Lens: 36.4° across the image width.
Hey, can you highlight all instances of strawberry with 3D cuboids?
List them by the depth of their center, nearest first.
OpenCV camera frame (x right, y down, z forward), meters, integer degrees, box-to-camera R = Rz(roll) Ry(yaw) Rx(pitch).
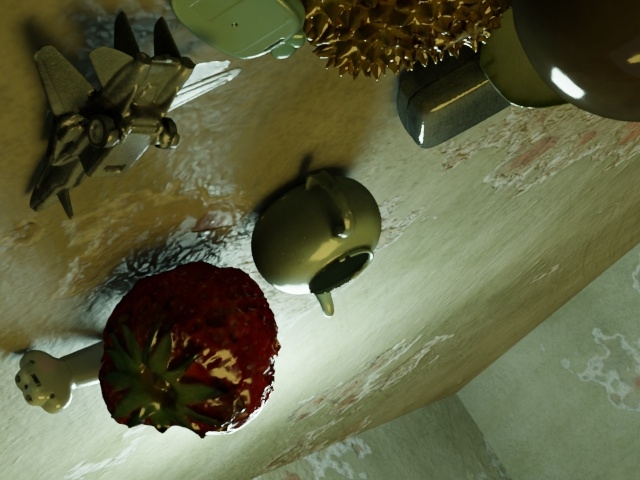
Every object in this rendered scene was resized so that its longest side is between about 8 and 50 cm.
[{"bbox_3d":[-0.166,0.136,1.335,0.288,0.250,0.238,-40,142,-60],"label":"strawberry"}]

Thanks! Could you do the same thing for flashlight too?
[{"bbox_3d":[-0.340,0.183,1.366,0.047,0.093,0.200,-43,165,31],"label":"flashlight"}]

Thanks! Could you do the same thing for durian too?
[{"bbox_3d":[0.086,-0.240,0.938,0.250,0.138,0.183,-22,167,-11],"label":"durian"}]

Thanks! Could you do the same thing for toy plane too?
[{"bbox_3d":[-0.208,-0.088,0.904,0.212,0.088,0.267,-3,146,-46],"label":"toy plane"}]

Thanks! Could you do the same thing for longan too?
[{"bbox_3d":[0.299,-0.233,0.900,0.258,0.258,0.258,-28,160,-11],"label":"longan"}]

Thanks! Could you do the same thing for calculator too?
[{"bbox_3d":[-0.069,-0.203,0.877,0.095,0.021,0.153,-24,147,30],"label":"calculator"}]

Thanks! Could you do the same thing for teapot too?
[{"bbox_3d":[0.000,0.000,1.364,0.193,0.129,0.294,-26,160,-19],"label":"teapot"}]

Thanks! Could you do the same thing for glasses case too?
[{"bbox_3d":[0.249,-0.236,1.260,0.323,0.074,0.131,-31,161,-5],"label":"glasses case"}]

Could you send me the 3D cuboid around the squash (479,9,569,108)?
[{"bbox_3d":[0.318,-0.276,1.104,0.261,0.189,0.189,-29,160,-7],"label":"squash"}]
